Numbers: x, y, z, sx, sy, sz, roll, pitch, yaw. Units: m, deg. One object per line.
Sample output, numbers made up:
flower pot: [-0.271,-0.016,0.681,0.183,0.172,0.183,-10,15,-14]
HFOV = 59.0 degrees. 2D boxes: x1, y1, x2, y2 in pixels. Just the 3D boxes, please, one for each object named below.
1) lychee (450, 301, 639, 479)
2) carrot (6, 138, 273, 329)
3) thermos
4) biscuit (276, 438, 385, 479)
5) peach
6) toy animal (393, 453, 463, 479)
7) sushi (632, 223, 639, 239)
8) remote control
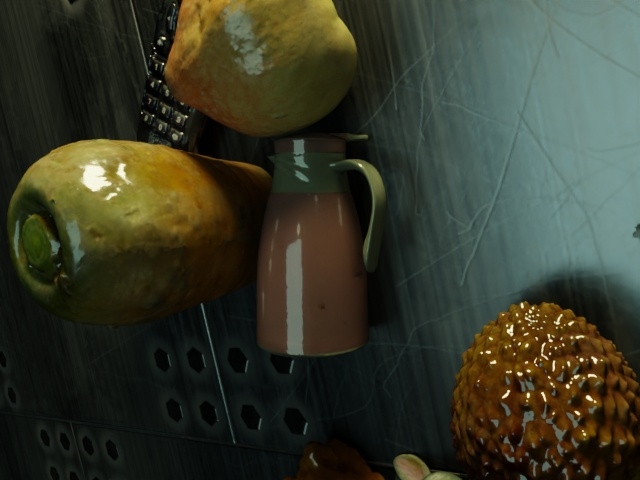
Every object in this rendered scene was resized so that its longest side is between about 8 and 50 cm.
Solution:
lychee: [0.218,0.178,0.544,0.200,0.200,0.238,-17,61,38]
carrot: [-0.203,-0.015,0.728,0.224,0.340,0.224,6,100,35]
thermos: [0.000,0.000,0.704,0.176,0.146,0.265,7,101,35]
biscuit: [0.039,0.477,0.805,0.318,0.110,0.312,38,120,24]
peach: [-0.079,-0.224,0.661,0.232,0.232,0.233,9,106,35]
toy animal: [0.172,0.340,0.673,0.236,0.108,0.138,-1,100,38]
sushi: [0.454,-0.051,0.393,0.339,0.068,0.320,34,119,26]
remote control: [-0.182,-0.279,0.821,0.144,0.062,0.399,33,117,26]
